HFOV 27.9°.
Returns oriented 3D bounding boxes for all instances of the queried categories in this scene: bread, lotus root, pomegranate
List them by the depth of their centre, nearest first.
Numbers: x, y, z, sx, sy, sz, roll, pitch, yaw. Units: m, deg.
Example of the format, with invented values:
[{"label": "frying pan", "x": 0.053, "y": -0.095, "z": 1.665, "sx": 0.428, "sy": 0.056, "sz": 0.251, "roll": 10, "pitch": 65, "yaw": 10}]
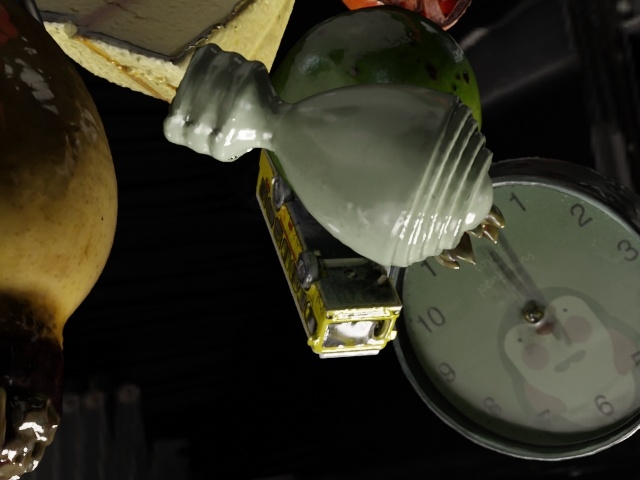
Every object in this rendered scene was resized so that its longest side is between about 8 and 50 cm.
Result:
[{"label": "lotus root", "x": -0.198, "y": -0.015, "z": 0.703, "sx": 0.310, "sy": 0.183, "sz": 0.182, "roll": 62, "pitch": -38, "yaw": 33}, {"label": "pomegranate", "x": 0.059, "y": -0.077, "z": 1.033, "sx": 0.225, "sy": 0.187, "sz": 0.187, "roll": 53, "pitch": -40, "yaw": 15}, {"label": "bread", "x": -0.191, "y": -0.347, "z": 1.693, "sx": 0.346, "sy": 0.242, "sz": 0.404, "roll": 10, "pitch": -112, "yaw": 31}]

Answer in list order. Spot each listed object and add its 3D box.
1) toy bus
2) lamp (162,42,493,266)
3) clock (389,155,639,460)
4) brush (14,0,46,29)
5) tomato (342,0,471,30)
[{"label": "toy bus", "x": 0.000, "y": 0.000, "z": 1.149, "sx": 0.226, "sy": 0.081, "sz": 0.074, "roll": -114, "pitch": -151, "yaw": -43}, {"label": "lamp", "x": 0.008, "y": -0.055, "z": 0.744, "sx": 0.106, "sy": 0.193, "sz": 0.106, "roll": 23, "pitch": 90, "yaw": -84}, {"label": "clock", "x": 0.220, "y": 0.074, "z": 1.330, "sx": 0.319, "sy": 0.066, "sz": 0.318, "roll": 8, "pitch": -72, "yaw": 24}, {"label": "brush", "x": -0.338, "y": -0.294, "z": 1.382, "sx": 0.039, "sy": 0.042, "sz": 0.299, "roll": 7, "pitch": -58, "yaw": 62}, {"label": "tomato", "x": 0.089, "y": -0.368, "z": 1.646, "sx": 0.095, "sy": 0.237, "sz": 0.236, "roll": -10, "pitch": -95, "yaw": 51}]
